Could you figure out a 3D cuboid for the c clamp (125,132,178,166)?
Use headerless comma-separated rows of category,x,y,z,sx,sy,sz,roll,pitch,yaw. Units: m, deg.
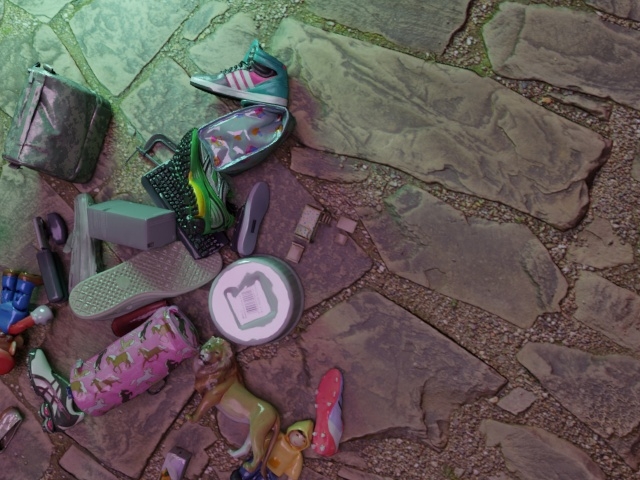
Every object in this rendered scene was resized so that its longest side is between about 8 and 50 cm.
c clamp,-0.499,-0.257,1.827,0.161,0.022,0.137,33,86,6

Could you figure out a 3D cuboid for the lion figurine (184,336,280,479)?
lion figurine,-0.237,0.478,1.708,0.392,0.142,0.240,39,71,5

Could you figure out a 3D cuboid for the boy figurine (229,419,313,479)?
boy figurine,-0.121,0.638,1.728,0.285,0.092,0.177,-40,82,7

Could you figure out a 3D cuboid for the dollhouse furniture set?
dollhouse furniture set,0.000,0.000,1.721,0.161,0.101,0.182,23,91,7

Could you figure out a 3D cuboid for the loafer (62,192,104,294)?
loafer,-0.732,0.015,1.801,0.111,0.112,0.319,-3,89,-2

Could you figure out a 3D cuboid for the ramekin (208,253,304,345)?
ramekin,-0.191,0.175,1.723,0.277,0.135,0.277,0,89,6

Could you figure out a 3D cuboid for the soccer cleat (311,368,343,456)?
soccer cleat,0.033,0.502,1.726,0.083,0.095,0.248,-3,72,39

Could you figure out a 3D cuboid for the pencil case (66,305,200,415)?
pencil case,-0.531,0.342,1.693,0.386,0.167,0.160,-32,46,5

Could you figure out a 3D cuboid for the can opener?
can opener,-0.814,0.049,1.815,0.095,0.076,0.283,-20,79,-3

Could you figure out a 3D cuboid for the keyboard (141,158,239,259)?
keyboard,-0.374,-0.112,1.774,0.201,0.033,0.317,-35,84,-17

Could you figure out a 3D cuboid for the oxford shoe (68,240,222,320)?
oxford shoe,-0.513,0.120,1.762,0.449,0.130,0.169,-21,76,-13

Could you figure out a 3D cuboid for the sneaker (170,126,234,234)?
sneaker,-0.344,-0.172,1.731,0.134,0.146,0.343,-32,64,45

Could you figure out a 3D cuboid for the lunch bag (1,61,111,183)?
lunch bag,-0.789,-0.340,1.743,0.213,0.256,0.305,19,90,6

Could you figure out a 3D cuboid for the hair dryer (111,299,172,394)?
hair dryer,-0.535,0.304,1.803,0.224,0.080,0.293,24,100,-5

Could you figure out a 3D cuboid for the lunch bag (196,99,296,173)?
lunch bag,-0.195,-0.304,1.689,0.262,0.223,0.160,-28,91,4

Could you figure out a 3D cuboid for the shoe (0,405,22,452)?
shoe,-1.005,0.622,1.835,0.058,0.076,0.219,33,91,11

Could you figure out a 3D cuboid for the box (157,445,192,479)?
box,-0.477,0.786,1.776,0.063,0.067,0.324,21,92,7

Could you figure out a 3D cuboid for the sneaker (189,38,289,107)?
sneaker,-0.228,-0.505,1.746,0.296,0.124,0.178,11,95,-1

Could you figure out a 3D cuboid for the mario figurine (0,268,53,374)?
mario figurine,-0.947,0.257,1.835,0.170,0.198,0.320,19,81,-34

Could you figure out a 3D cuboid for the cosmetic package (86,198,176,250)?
cosmetic package,-0.553,-0.048,1.732,0.238,0.127,0.107,8,108,25

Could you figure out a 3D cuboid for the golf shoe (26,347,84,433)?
golf shoe,-0.821,0.452,1.821,0.120,0.105,0.272,-18,88,-15

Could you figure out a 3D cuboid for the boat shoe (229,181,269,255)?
boat shoe,-0.218,-0.068,1.766,0.076,0.080,0.228,9,85,34
